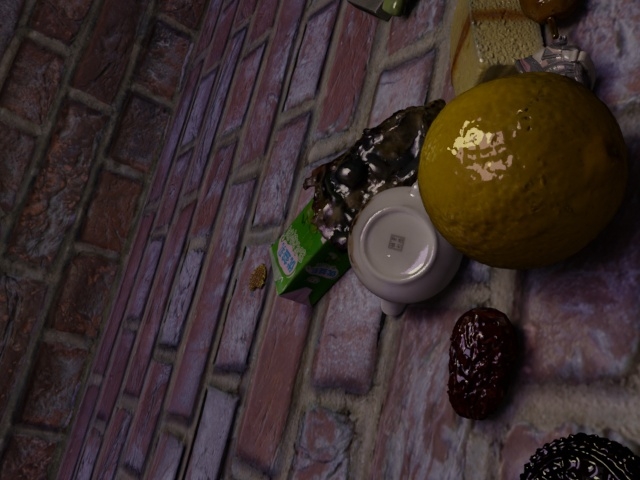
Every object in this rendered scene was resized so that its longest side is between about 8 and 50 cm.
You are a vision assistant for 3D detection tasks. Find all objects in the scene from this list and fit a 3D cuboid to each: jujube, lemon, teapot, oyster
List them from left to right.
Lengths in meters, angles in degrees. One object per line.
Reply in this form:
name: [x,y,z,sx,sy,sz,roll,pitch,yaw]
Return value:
oyster: [0.127,-0.138,1.136,0.361,0.096,0.221,-36,69,2]
teapot: [0.156,-0.002,1.031,0.204,0.139,0.298,24,97,21]
jujube: [0.238,0.181,0.852,0.104,0.104,0.166,-2,82,57]
lemon: [0.271,-0.095,0.801,0.293,0.293,0.293,-35,44,42]

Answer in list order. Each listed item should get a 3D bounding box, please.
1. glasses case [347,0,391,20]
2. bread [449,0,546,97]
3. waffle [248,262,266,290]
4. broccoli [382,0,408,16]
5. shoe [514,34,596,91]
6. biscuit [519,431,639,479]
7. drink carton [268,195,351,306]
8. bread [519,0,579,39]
glasses case: [0.141,-0.648,1.563,0.071,0.047,0.205,-54,33,14]
bread: [0.327,-0.363,1.116,0.178,0.135,0.240,98,174,-60]
waffle: [-0.175,0.105,1.604,0.085,0.016,0.078,-33,41,43]
broccoli: [0.195,-0.659,1.366,0.247,0.263,0.243,27,126,30]
shoe: [0.386,-0.251,0.908,0.092,0.089,0.180,-39,42,20]
biscuit: [0.310,0.324,0.679,0.194,0.053,0.194,-35,43,42]
drink carton: [0.000,0.000,1.310,0.271,0.108,0.161,-48,36,28]
bread: [0.394,-0.488,1.025,0.124,0.084,0.344,-21,52,38]
